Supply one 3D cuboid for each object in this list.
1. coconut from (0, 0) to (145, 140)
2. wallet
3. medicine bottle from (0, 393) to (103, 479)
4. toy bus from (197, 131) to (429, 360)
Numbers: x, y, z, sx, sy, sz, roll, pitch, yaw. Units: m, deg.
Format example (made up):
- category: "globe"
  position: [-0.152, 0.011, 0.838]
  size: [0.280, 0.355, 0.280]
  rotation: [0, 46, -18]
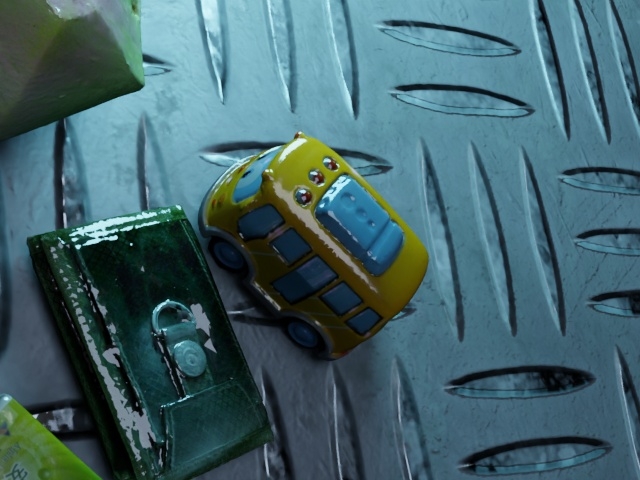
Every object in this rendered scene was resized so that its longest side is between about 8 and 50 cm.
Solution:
- category: "coconut"
  position: [-0.240, -0.189, 0.817]
  size: [0.236, 0.236, 0.204]
  rotation: [34, 91, -21]
- category: "wallet"
  position: [-0.139, 0.086, 0.879]
  size: [0.160, 0.055, 0.236]
  rotation: [-16, 81, -45]
- category: "medicine bottle"
  position: [-0.214, 0.223, 0.749]
  size: [0.188, 0.088, 0.132]
  rotation: [46, 53, -12]
- category: "toy bus"
  position: [0.000, 0.000, 0.953]
  size: [0.209, 0.136, 0.126]
  rotation: [46, 53, -11]
